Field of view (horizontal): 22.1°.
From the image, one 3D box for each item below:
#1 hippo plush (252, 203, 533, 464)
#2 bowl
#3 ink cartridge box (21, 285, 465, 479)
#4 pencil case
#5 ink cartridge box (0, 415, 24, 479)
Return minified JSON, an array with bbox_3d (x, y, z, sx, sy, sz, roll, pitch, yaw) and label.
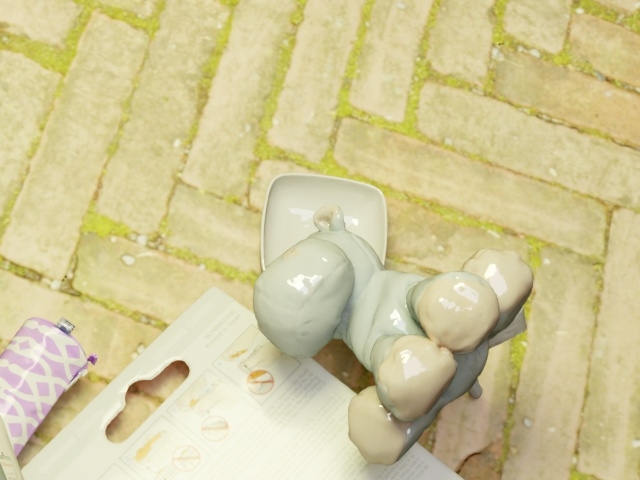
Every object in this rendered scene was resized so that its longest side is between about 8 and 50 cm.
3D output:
[{"bbox_3d":[0.069,0.055,1.673,0.236,0.234,0.294,38,29,15],"label":"hippo plush"},{"bbox_3d":[0.000,0.000,1.832,0.142,0.053,0.142,8,67,-8],"label":"bowl"},{"bbox_3d":[-0.070,0.273,1.701,0.385,0.091,0.308,37,65,18],"label":"ink cartridge box"},{"bbox_3d":[-0.317,0.176,1.677,0.088,0.086,0.206,36,67,-6],"label":"pencil case"},{"bbox_3d":[-0.373,0.288,1.528,0.207,0.119,0.353,-25,74,3],"label":"ink cartridge box"}]
